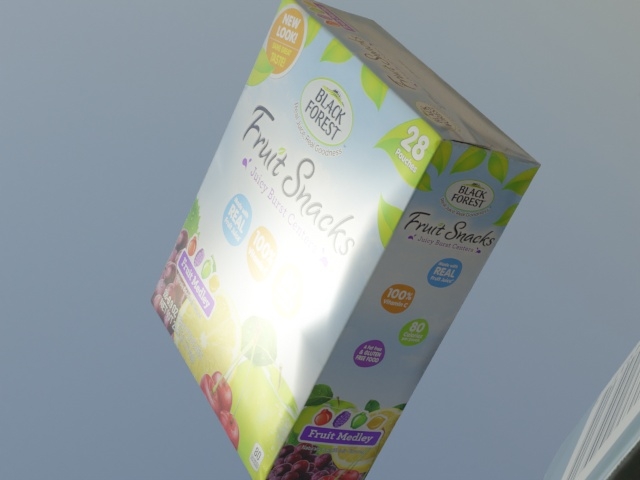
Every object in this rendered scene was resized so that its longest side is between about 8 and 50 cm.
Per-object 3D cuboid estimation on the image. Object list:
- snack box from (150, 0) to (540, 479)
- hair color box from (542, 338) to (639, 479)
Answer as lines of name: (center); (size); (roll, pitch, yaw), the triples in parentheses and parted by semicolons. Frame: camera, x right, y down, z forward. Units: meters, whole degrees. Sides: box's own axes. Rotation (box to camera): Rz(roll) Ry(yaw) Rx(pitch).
snack box: (0.000, 0.000, 0.657); (0.070, 0.207, 0.174); (12, -155, -36)
hair color box: (0.255, 0.141, 0.361); (0.374, 0.185, 0.113); (30, -135, 8)
